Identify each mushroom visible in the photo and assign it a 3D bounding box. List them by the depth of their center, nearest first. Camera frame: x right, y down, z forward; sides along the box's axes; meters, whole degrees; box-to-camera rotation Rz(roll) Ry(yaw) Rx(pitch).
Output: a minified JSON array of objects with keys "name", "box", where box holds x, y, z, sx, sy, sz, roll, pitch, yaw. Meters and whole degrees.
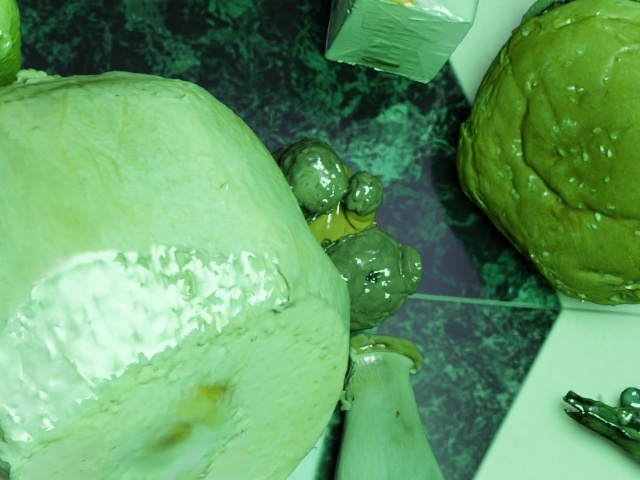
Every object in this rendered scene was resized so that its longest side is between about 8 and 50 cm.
[{"name":"mushroom","box":[0.055,0.197,1.682,0.116,0.093,0.225,-2,67,-35]}]

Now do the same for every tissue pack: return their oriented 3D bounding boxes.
[{"name":"tissue pack","box":[0.089,-0.288,1.746,0.124,0.185,0.225,12,76,-10]}]

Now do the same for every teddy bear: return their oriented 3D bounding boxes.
[{"name":"teddy bear","box":[0.000,0.000,1.698,0.177,0.140,0.190,-34,97,24]}]

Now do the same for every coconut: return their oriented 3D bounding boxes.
[{"name":"coconut","box":[-0.193,0.038,1.500,0.404,0.404,0.405,3,77,-11]}]

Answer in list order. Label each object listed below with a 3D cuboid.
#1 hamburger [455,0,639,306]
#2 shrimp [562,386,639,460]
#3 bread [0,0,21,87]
[{"name":"hamburger","box":[0.252,-0.086,1.700,0.285,0.265,0.134,42,42,22]},{"name":"shrimp","box":[0.381,0.302,1.734,0.445,0.085,0.272,40,78,-5]},{"name":"bread","box":[-0.386,-0.166,1.526,0.245,0.361,0.233,45,73,-1]}]
